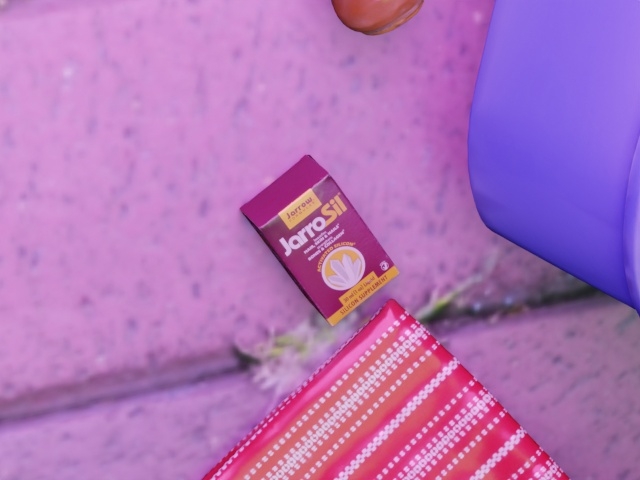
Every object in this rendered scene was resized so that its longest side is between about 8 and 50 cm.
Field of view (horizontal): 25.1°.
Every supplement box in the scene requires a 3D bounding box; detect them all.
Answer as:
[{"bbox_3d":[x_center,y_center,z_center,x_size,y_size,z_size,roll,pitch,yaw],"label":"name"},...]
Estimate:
[{"bbox_3d":[0.000,0.000,0.855,0.055,0.043,0.083,-39,116,-4],"label":"supplement box"}]

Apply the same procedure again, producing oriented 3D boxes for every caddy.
[{"bbox_3d":[0.230,-0.108,0.794,0.241,0.179,0.341,-3,111,-44],"label":"caddy"}]

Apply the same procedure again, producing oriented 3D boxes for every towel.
[{"bbox_3d":[0.070,0.200,0.887,0.199,0.031,0.275,-44,88,-3],"label":"towel"}]

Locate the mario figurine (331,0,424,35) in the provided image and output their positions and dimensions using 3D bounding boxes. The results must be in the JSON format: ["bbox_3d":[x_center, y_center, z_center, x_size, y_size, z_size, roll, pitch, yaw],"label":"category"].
[{"bbox_3d":[-0.021,-0.239,0.689,0.320,0.170,0.198,43,55,-35],"label":"mario figurine"}]
